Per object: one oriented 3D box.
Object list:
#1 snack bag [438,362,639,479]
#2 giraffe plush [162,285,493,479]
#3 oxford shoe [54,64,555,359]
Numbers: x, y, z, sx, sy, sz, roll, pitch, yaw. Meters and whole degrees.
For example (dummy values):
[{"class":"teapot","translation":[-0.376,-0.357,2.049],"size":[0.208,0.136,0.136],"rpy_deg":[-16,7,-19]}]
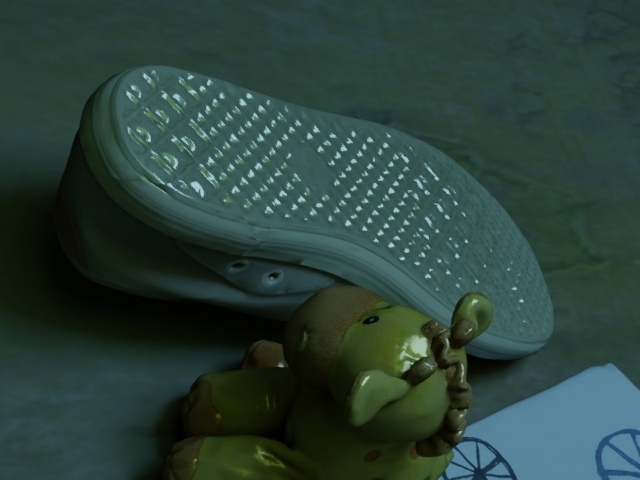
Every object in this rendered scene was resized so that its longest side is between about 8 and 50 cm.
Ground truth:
[{"class":"snack bag","translation":[0.198,0.247,0.928],"size":[0.342,0.037,0.323],"rpy_deg":[-16,53,-37]},{"class":"giraffe plush","translation":[0.022,0.104,0.844],"size":[0.210,0.170,0.181],"rpy_deg":[18,43,-1]},{"class":"oxford shoe","translation":[0.000,0.000,0.968],"size":[0.449,0.130,0.169],"rpy_deg":[17,48,-40]}]
